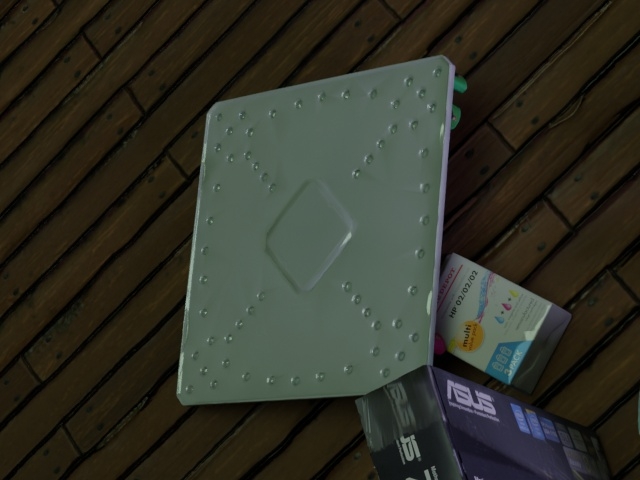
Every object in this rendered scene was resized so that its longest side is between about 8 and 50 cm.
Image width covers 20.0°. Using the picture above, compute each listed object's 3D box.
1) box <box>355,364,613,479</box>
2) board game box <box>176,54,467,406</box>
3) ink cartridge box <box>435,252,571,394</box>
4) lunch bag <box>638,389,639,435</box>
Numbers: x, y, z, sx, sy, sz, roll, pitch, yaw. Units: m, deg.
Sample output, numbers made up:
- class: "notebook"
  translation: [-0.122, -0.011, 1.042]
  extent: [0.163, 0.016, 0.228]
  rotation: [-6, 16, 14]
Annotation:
- class: "box"
  translation: [0.205, 0.313, 1.764]
  extent: [0.097, 0.395, 0.318]
  rotation: [-30, 61, 22]
- class: "board game box"
  translation: [0.000, 0.000, 2.152]
  extent: [0.390, 0.050, 0.390]
  rotation: [-8, 70, 41]
- class: "ink cartridge box"
  translation: [0.178, 0.086, 2.051]
  extent: [0.181, 0.061, 0.104]
  rotation: [28, 90, 35]
- class: "lunch bag"
  translation: [0.434, 0.197, 1.742]
  extent: [0.223, 0.262, 0.160]
  rotation: [42, 98, 33]
